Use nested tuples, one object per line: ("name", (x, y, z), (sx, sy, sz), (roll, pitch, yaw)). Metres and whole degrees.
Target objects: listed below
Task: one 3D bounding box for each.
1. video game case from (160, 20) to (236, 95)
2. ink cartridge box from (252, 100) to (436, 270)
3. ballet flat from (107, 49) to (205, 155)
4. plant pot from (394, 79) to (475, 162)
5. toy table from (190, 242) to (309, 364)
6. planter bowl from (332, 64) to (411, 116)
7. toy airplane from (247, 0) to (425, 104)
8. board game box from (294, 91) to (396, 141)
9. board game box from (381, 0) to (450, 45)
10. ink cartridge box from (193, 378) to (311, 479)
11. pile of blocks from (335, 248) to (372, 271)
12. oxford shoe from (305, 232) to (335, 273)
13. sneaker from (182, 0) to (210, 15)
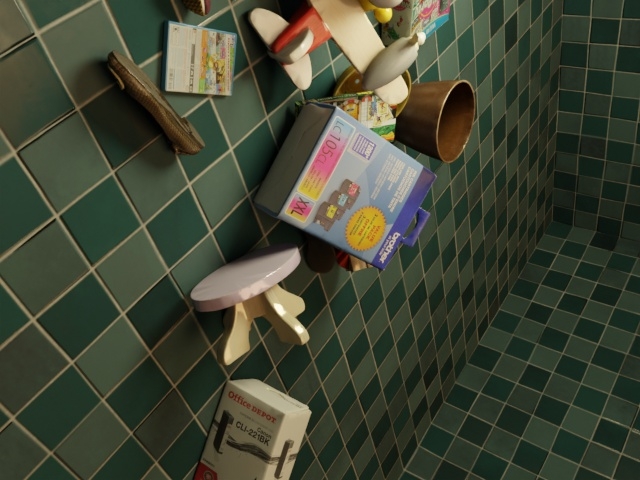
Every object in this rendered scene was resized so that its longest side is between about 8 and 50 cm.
("video game case", (-0.224, -0.335, 1.098), (0.166, 0.015, 0.119), (-13, 115, -52))
("ink cartridge box", (0.084, -0.109, 1.373), (0.395, 0.151, 0.270), (26, 94, -36))
("ballet flat", (-0.288, -0.225, 1.019), (0.058, 0.084, 0.250), (-32, 145, 6))
("plant pot", (0.268, -0.339, 1.602), (0.215, 0.230, 0.216), (-28, 127, -45))
("toy table", (-0.136, 0.133, 1.265), (0.274, 0.252, 0.161), (-26, 111, -32))
("planter bowl", (0.106, -0.372, 1.451), (0.217, 0.090, 0.217), (-19, 143, -15))
("toy airplane", (0.050, -0.484, 1.183), (0.386, 0.272, 0.385), (-3, 99, -38))
("board game box", (0.063, -0.282, 1.405), (0.259, 0.030, 0.136), (-14, 128, -20))
("board game box", (0.254, -0.676, 1.501), (0.224, 0.097, 0.303), (-46, 150, -33))
("ink cartridge box", (-0.165, 0.495, 1.412), (0.114, 0.197, 0.273), (21, 88, -56))
("pile of blocks", (0.053, -0.074, 1.554), (0.112, 0.149, 0.362), (-13, 113, -15))
("oxford shoe", (0.000, 0.000, 1.534), (0.076, 0.076, 0.212), (-87, 173, -47))
("sneaker", (-0.210, -0.481, 0.999), (0.084, 0.069, 0.186), (-42, 137, -29))
